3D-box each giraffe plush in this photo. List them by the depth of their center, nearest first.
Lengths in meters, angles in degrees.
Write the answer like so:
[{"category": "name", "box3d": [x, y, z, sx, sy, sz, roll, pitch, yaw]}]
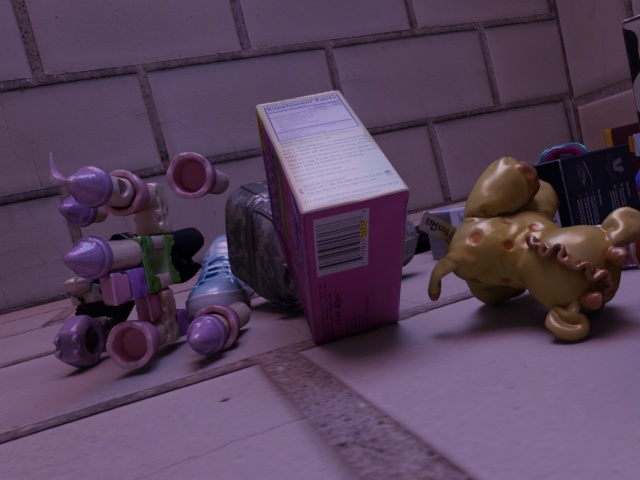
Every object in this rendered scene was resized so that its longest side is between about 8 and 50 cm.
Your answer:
[{"category": "giraffe plush", "box3d": [0.231, 0.014, 0.517, 0.210, 0.182, 0.170, -3, 18, -40]}]

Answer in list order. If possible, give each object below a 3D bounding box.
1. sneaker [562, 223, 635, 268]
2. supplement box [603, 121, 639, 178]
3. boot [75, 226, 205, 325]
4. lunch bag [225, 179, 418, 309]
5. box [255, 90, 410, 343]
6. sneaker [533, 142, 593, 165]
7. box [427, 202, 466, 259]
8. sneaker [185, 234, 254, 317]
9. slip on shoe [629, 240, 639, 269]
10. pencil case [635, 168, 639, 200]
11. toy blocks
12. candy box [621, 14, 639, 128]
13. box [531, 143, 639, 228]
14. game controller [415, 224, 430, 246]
[{"category": "sneaker", "box3d": [0.372, 0.006, 0.697, 0.074, 0.063, 0.170, -24, 6, -40]}, {"category": "supplement box", "box3d": [0.766, -0.178, 1.096, 0.129, 0.192, 0.194, -14, 5, -21]}, {"category": "boot", "box3d": [-0.334, 0.088, 0.955, 0.094, 0.247, 0.207, 32, 15, 21]}, {"category": "lunch bag", "box3d": [0.000, 0.000, 0.935, 0.304, 0.213, 0.256, -16, 26, -37]}, {"category": "box", "box3d": [0.008, -0.037, 0.643, 0.117, 0.214, 0.243, -13, 43, -9]}, {"category": "sneaker", "box3d": [0.516, -0.109, 1.013, 0.123, 0.179, 0.295, -9, 5, 42]}, {"category": "box", "box3d": [0.340, -0.032, 1.039, 0.202, 0.103, 0.114, -14, 4, -15]}, {"category": "sneaker", "box3d": [-0.221, 0.068, 1.081, 0.135, 0.150, 0.366, -14, 4, -2]}, {"category": "slip on shoe", "box3d": [0.417, -0.003, 0.375, 0.101, 0.123, 0.331, -21, 13, -41]}, {"category": "pencil case", "box3d": [0.680, -0.100, 0.831, 0.133, 0.120, 0.306, -2, 3, -7]}, {"category": "toy blocks", "box3d": [-0.284, 0.040, 0.694, 0.308, 0.289, 0.260, -9, 1, 8]}, {"category": "candy box", "box3d": [0.263, -0.030, 0.331, 0.071, 0.234, 0.159, -10, 5, 35]}, {"category": "box", "box3d": [0.442, -0.067, 0.840, 0.158, 0.156, 0.093, -14, 3, -19]}, {"category": "game controller", "box3d": [0.205, 0.013, 1.277, 0.318, 0.067, 0.166, -14, -10, -25]}]
